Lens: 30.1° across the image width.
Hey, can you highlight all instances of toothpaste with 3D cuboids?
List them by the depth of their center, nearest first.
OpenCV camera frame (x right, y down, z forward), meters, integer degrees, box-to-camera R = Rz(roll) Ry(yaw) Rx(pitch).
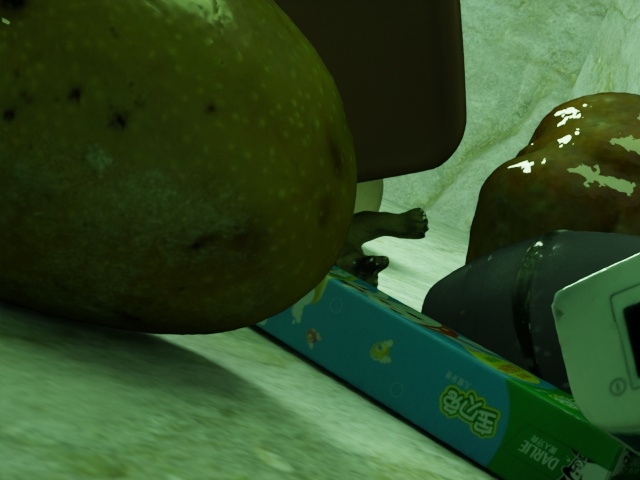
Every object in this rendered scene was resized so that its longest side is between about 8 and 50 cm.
[{"bbox_3d":[0.061,0.074,0.675,0.266,0.050,0.065,28,4,37],"label":"toothpaste"}]

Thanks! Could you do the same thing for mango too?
[{"bbox_3d":[-0.132,-0.061,0.524,0.329,0.177,0.175,16,-4,-28],"label":"mango"}]

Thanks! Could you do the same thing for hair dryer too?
[{"bbox_3d":[0.273,0.100,0.811,0.301,0.121,0.361,-7,-31,37],"label":"hair dryer"}]

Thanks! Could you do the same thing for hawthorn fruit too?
[{"bbox_3d":[0.288,0.018,1.043,0.301,0.268,0.268,26,6,22],"label":"hawthorn fruit"}]

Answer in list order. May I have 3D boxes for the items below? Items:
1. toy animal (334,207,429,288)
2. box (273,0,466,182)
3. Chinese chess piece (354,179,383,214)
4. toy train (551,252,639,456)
[{"bbox_3d":[0.000,0.000,1.019,0.101,0.103,0.218,-3,23,-41],"label":"toy animal"},{"bbox_3d":[-0.064,-0.164,0.981,0.339,0.239,0.229,-8,14,-7],"label":"box"},{"bbox_3d":[-0.051,-0.083,1.473,0.273,0.102,0.273,21,6,-2],"label":"Chinese chess piece"},{"bbox_3d":[0.266,0.124,0.651,0.407,0.086,0.088,34,38,-42],"label":"toy train"}]
